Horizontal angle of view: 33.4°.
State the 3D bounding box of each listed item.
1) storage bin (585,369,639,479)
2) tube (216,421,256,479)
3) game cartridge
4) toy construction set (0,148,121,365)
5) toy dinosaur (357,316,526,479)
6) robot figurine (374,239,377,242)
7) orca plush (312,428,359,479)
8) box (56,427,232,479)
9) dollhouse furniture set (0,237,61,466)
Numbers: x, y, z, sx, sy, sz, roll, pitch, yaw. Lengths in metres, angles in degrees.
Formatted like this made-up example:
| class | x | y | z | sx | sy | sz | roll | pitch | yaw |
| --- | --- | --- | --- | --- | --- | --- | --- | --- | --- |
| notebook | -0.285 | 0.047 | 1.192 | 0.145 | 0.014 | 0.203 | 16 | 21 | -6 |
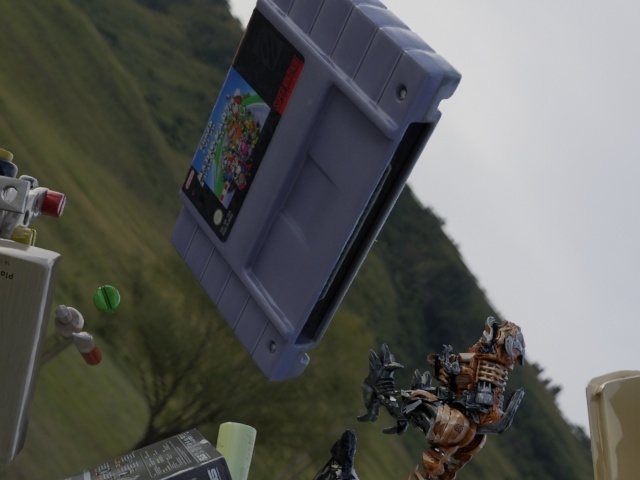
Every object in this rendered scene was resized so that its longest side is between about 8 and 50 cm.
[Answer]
| class | x | y | z | sx | sy | sz | roll | pitch | yaw |
| --- | --- | --- | --- | --- | --- | --- | --- | --- | --- |
| storage bin | 0.281 | 0.156 | 0.632 | 0.262 | 0.123 | 0.260 | 120 | -28 | -62 |
| tube | -0.150 | 0.408 | 1.673 | 0.062 | 0.240 | 0.070 | -11 | -31 | 37 |
| game cartridge | -0.028 | -0.070 | 1.013 | 0.230 | 0.068 | 0.355 | 47 | -55 | 31 |
| toy construction set | -0.399 | 0.027 | 1.356 | 0.309 | 0.257 | 0.237 | 37 | -17 | 6 |
| toy dinosaur | 0.175 | 0.252 | 1.569 | 0.218 | 0.322 | 0.164 | 21 | -33 | 43 |
| robot figurine | 0.000 | 0.000 | 1.141 | 0.101 | 0.115 | 0.067 | -148 | -122 | -67 |
| orca plush | 0.078 | 0.323 | 1.156 | 0.287 | 0.151 | 0.102 | 65 | 4 | 36 |
| box | -0.193 | 0.267 | 1.119 | 0.231 | 0.183 | 0.056 | 166 | -96 | -75 |
| dollhouse furniture set | -0.217 | 0.022 | 0.604 | 0.151 | 0.144 | 0.123 | 14 | 13 | 0 |
